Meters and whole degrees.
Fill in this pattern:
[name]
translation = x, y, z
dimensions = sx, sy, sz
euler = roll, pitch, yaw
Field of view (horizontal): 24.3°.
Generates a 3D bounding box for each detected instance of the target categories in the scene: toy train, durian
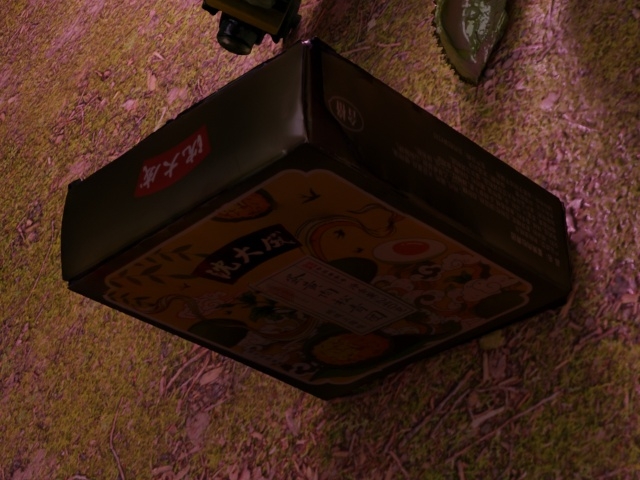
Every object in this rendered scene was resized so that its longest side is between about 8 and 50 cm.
[toy train]
translation = -0.052, -0.476, 2.239
dimensions = 0.253, 0.160, 0.397
euler = 131, 163, -73
[durian]
translation = 0.204, -0.299, 1.922
dimensions = 0.100, 0.086, 0.215
euler = 16, 75, 22

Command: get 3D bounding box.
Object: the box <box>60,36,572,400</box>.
[box]
translation = 0.000, 0.000, 1.584
dimensions = 0.373, 0.420, 0.138
euler = -27, 50, 36
